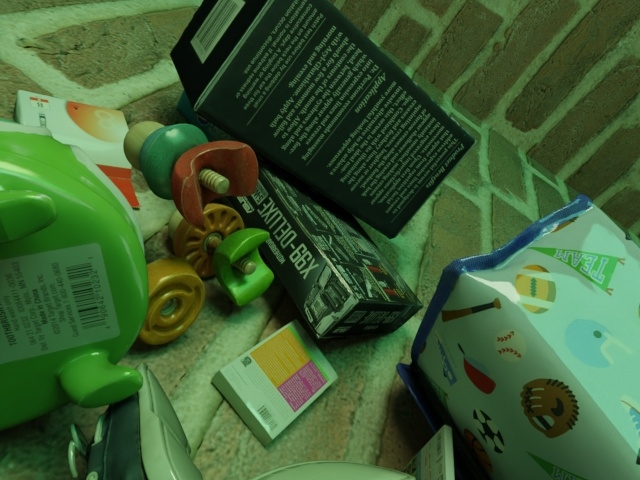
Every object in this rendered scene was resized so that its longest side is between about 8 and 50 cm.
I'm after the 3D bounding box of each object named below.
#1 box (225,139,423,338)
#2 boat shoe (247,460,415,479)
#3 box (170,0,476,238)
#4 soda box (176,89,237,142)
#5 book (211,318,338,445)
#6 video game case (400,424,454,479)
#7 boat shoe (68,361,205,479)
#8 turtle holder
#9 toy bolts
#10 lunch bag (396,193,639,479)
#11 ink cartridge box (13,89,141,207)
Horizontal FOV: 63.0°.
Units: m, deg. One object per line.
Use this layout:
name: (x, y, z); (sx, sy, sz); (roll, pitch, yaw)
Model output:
box: (0.000, 0.000, 0.792); (0.307, 0.076, 0.242); (54, 19, 24)
boat shoe: (-0.027, 0.274, 0.477); (0.320, 0.116, 0.099); (9, 77, -45)
box: (-0.002, -0.228, 0.835); (0.395, 0.212, 0.293); (30, 16, -35)
soda box: (-0.165, -0.204, 0.950); (0.210, 0.071, 0.067); (46, 33, 14)
book: (-0.048, 0.166, 0.631); (0.096, 0.035, 0.144); (49, 34, 12)
video game case: (0.108, 0.269, 0.565); (0.011, 0.122, 0.087); (25, 33, -5)
boat shoe: (-0.144, 0.169, 0.406); (0.079, 0.254, 0.095); (-33, 108, -17)
turtle holder: (-0.301, 0.034, 0.403); (0.243, 0.320, 0.227); (56, -2, -40)
toy bolts: (-0.177, -0.022, 0.608); (0.158, 0.228, 0.218); (29, 45, 31)
lunch bag: (0.261, 0.207, 0.600); (0.239, 0.385, 0.327); (-23, 61, -16)
ink cartridge box: (-0.330, -0.126, 0.716); (0.145, 0.045, 0.179); (4, 42, -41)
